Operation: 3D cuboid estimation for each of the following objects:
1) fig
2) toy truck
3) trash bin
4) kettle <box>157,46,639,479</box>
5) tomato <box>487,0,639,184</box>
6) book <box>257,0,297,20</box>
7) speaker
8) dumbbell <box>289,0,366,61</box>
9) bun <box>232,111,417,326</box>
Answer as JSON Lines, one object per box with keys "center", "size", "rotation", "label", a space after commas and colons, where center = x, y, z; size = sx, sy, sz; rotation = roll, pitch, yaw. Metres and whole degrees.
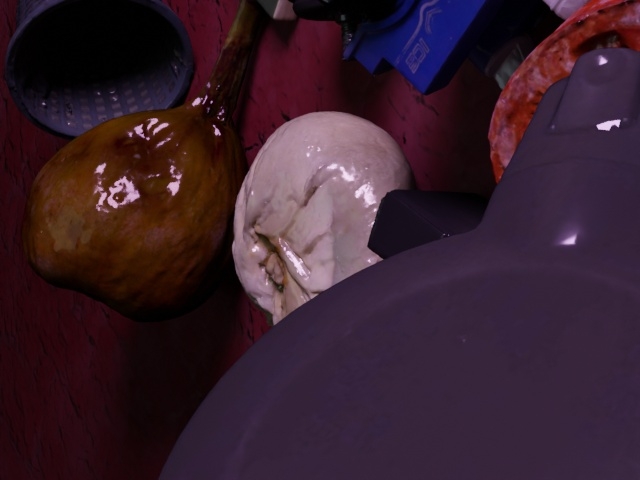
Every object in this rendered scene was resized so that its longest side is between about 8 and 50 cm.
{"center": [-0.123, -0.057, 1.009], "size": [0.290, 0.190, 0.191], "rotation": [-47, 54, 27], "label": "fig"}
{"center": [0.106, -0.174, 0.677], "size": [0.177, 0.161, 0.213], "rotation": [49, 134, 15], "label": "toy truck"}
{"center": [-0.219, -0.207, 1.146], "size": [0.161, 0.175, 0.175], "rotation": [-111, 35, -43], "label": "trash bin"}
{"center": [0.130, 0.155, 0.479], "size": [0.250, 0.361, 0.377], "rotation": [4, 138, 34], "label": "kettle"}
{"center": [0.171, -0.061, 0.617], "size": [0.139, 0.091, 0.159], "rotation": [41, 127, 5], "label": "tomato"}
{"center": [-0.056, -0.337, 0.991], "size": [0.264, 0.027, 0.202], "rotation": [55, 135, 37], "label": "book"}
{"center": [0.123, 0.034, 0.711], "size": [0.218, 0.082, 0.044], "rotation": [40, 121, 47], "label": "speaker"}
{"center": [0.014, -0.229, 0.832], "size": [0.099, 0.099, 0.209], "rotation": [-4, 90, 56], "label": "dumbbell"}
{"center": [0.000, 0.000, 0.869], "size": [0.164, 0.111, 0.188], "rotation": [6, 96, 53], "label": "bun"}
